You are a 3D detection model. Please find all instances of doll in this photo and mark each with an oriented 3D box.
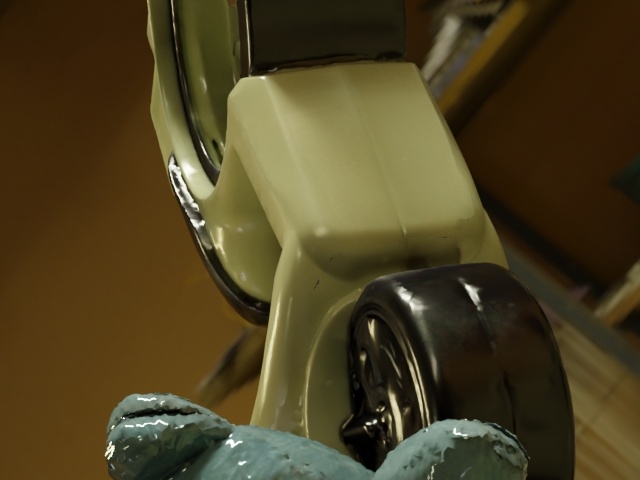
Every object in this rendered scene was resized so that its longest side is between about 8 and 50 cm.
[{"bbox_3d":[0.032,0.088,0.405,0.179,0.120,0.075,-6,14,11],"label":"doll"}]

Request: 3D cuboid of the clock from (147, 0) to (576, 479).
[{"bbox_3d":[0.000,0.000,0.704,0.120,0.379,0.276,-5,-34,-14],"label":"clock"}]
